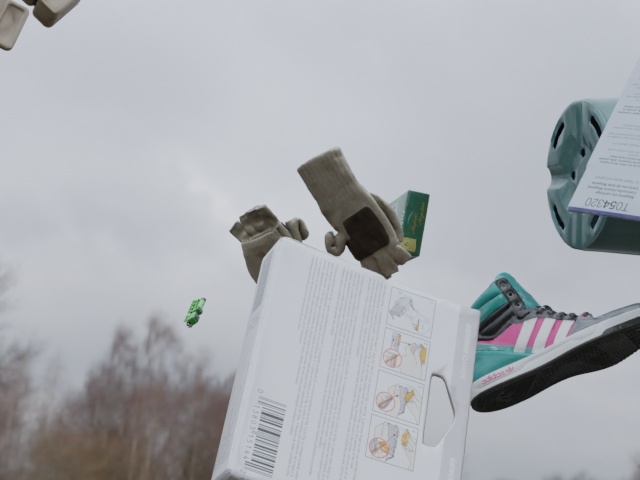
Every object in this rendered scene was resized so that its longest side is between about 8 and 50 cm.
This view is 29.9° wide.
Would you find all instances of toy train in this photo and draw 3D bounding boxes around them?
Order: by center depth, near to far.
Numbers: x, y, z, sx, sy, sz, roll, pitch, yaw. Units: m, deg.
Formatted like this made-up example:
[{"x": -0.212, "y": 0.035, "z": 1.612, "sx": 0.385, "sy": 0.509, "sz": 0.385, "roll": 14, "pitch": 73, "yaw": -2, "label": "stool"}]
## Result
[{"x": -0.194, "y": 0.110, "z": 1.863, "sx": 0.024, "sy": 0.017, "sz": 0.083, "roll": -32, "pitch": 16, "yaw": 17, "label": "toy train"}]

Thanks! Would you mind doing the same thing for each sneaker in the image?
[{"x": 0.327, "y": 0.116, "z": 1.739, "sx": 0.296, "sy": 0.178, "sz": 0.124, "roll": -23, "pitch": -34, "yaw": 4, "label": "sneaker"}]

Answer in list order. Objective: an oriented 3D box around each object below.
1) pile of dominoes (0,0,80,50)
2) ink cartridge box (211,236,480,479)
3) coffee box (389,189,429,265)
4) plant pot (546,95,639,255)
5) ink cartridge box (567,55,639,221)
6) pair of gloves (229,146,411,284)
[{"x": -0.381, "y": -0.344, "z": 1.343, "sx": 0.251, "sy": 0.196, "sz": 0.040, "roll": 44, "pitch": -31, "yaw": -8, "label": "pile of dominoes"}, {"x": 0.036, "y": 0.171, "z": 1.331, "sx": 0.261, "sy": 0.296, "sz": 0.066, "roll": 21, "pitch": -34, "yaw": -14, "label": "ink cartridge box"}, {"x": 0.138, "y": -0.016, "z": 2.061, "sx": 0.040, "sy": 0.113, "sz": 0.184, "roll": 12, "pitch": -11, "yaw": -9, "label": "coffee box"}, {"x": 0.580, "y": -0.109, "z": 2.008, "sx": 0.334, "sy": 0.341, "sz": 0.341, "roll": 0, "pitch": -11, "yaw": -13, "label": "plant pot"}, {"x": 0.539, "y": -0.145, "z": 1.617, "sx": 0.324, "sy": 0.330, "sz": 0.071, "roll": 13, "pitch": -19, "yaw": 48, "label": "ink cartridge box"}, {"x": 0.000, "y": 0.000, "z": 1.715, "sx": 0.240, "sy": 0.204, "sz": 0.042, "roll": -37, "pitch": 3, "yaw": 27, "label": "pair of gloves"}]
